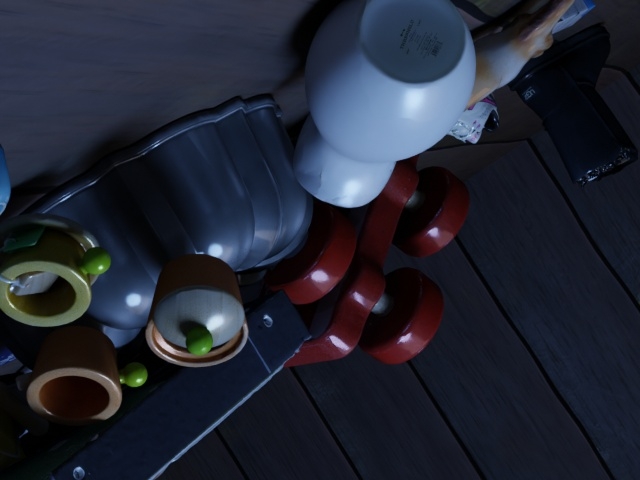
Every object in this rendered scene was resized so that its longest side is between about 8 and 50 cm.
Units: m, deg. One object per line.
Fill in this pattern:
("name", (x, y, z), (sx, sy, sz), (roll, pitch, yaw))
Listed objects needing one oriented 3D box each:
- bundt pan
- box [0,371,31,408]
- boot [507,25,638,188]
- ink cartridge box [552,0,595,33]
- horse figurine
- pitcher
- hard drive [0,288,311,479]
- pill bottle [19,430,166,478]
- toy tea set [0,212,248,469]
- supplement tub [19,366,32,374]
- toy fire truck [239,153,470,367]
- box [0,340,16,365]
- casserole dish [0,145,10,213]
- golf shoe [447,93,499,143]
("bundt pan", (-0.145, 0.013, 1.120), (0.331, 0.124, 0.331), (-32, 175, -3))
("box", (-0.380, 0.182, 1.213), (0.175, 0.051, 0.220), (-20, -178, -26))
("boot", (0.397, -0.196, 1.873), (0.246, 0.207, 0.094), (-28, 173, -45))
("ink cartridge box", (0.283, -0.268, 1.513), (0.083, 0.028, 0.048), (-28, 173, -38))
("horse figurine", (0.180, -0.195, 1.404), (0.263, 0.066, 0.174), (-33, -179, -14))
("pitcher", (0.053, -0.137, 0.998), (0.207, 0.126, 0.177), (121, -11, -69))
("hard drive", (-0.188, 0.173, 1.114), (0.237, 0.064, 0.339), (-23, -170, 46))
("pill bottle", (-0.406, 0.332, 1.934), (0.224, 0.224, 0.392), (-35, 174, 26))
("toy tea set", (-0.214, 0.100, 0.931), (0.336, 0.200, 0.124), (-29, -140, 21))
("supplement tub", (-0.312, 0.236, 1.747), (0.144, 0.199, 0.144), (-32, 174, -4))
("toy fire truck", (0.000, 0.000, 1.336), (0.254, 0.169, 0.302), (-14, -130, 47))
("box", (-0.315, 0.093, 1.327), (0.136, 0.036, 0.225), (-36, 172, 33))
("casserole dish", (-0.264, 0.002, 0.799), (0.188, 0.037, 0.114), (-37, 173, 36))
("golf shoe", (0.171, -0.160, 1.558), (0.067, 0.086, 0.186), (-34, 173, 34))
